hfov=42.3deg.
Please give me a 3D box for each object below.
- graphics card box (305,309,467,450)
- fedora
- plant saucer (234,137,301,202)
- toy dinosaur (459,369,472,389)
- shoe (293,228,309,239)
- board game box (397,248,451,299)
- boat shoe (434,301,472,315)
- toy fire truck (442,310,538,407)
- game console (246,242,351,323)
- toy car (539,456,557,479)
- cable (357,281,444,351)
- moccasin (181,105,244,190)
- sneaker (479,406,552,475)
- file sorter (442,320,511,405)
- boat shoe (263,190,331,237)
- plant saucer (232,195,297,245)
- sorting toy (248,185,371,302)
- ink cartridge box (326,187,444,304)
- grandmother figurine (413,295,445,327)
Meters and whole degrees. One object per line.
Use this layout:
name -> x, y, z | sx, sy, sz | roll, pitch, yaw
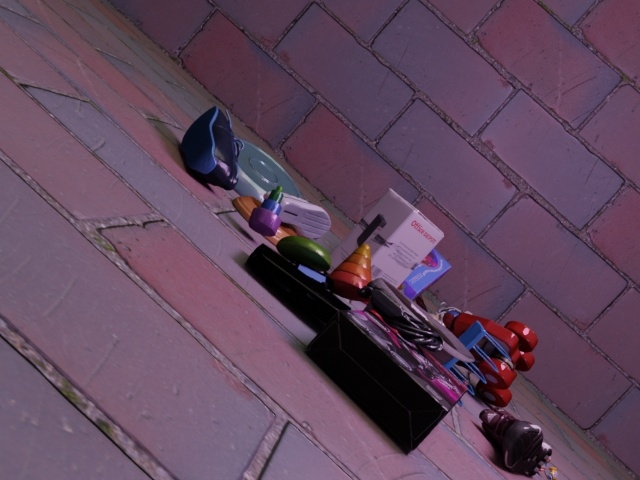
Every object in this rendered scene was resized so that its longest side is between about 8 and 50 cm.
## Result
graphics card box -> 0.126, 0.225, 1.427 | 0.233, 0.094, 0.371 | 43, 7, 15
fedora -> 0.178, 0.203, 1.727 | 0.275, 0.124, 0.244 | 37, 8, -31
plant saucer -> -0.163, -0.175, 2.234 | 0.317, 0.044, 0.318 | 37, 21, -16
toy dinosaur -> 0.391, 0.379, 2.207 | 0.090, 0.047, 0.082 | 51, 23, -15
shoe -> -0.029, -0.048, 2.323 | 0.063, 0.081, 0.178 | 42, 10, 3
board game box -> 0.238, 0.057, 2.464 | 0.233, 0.078, 0.347 | 47, 26, 10
boat shoe -> 0.424, 0.273, 2.779 | 0.105, 0.113, 0.306 | 38, 21, 17
toy fire truck -> 0.446, 0.303, 2.290 | 0.253, 0.169, 0.302 | 28, -25, 25
game console -> -0.035, 0.074, 1.621 | 0.213, 0.044, 0.361 | 37, 4, -2
toy car -> 0.554, 0.549, 1.999 | 0.122, 0.060, 0.041 | 30, 43, -31
cable -> 0.149, 0.146, 1.527 | 0.184, 0.047, 0.150 | 38, 0, 15
moccasin -> -0.255, -0.206, 1.957 | 0.117, 0.137, 0.342 | 43, 19, -26
sneaker -> 0.401, 0.421, 1.807 | 0.162, 0.106, 0.281 | 40, -6, 33
file sorter -> 0.356, 0.296, 1.980 | 0.104, 0.170, 0.118 | 46, 7, -1
boat shoe -> -0.054, -0.073, 2.012 | 0.076, 0.083, 0.226 | 47, 9, 32
plant saucer -> -0.120, -0.041, 1.950 | 0.200, 0.037, 0.200 | 42, 7, -6
sorting toy -> 0.000, 0.000, 1.818 | 0.365, 0.126, 0.127 | 38, -25, -32
ink cartridge box -> 0.164, 0.025, 2.145 | 0.114, 0.273, 0.197 | 47, 8, 35
grandmother figurine -> 0.252, 0.176, 2.498 | 0.342, 0.104, 0.208 | 45, 34, 1
